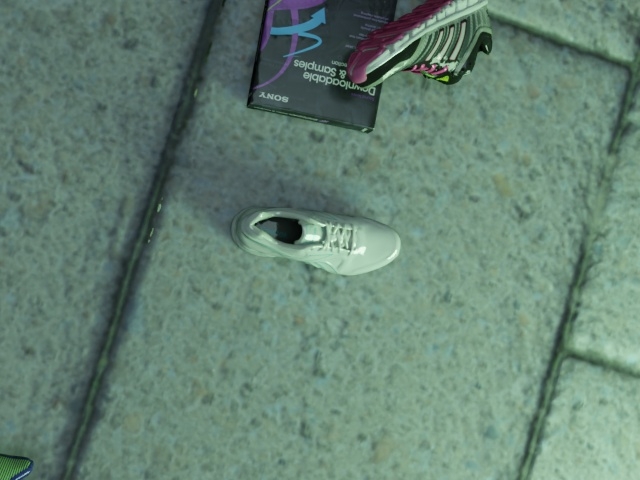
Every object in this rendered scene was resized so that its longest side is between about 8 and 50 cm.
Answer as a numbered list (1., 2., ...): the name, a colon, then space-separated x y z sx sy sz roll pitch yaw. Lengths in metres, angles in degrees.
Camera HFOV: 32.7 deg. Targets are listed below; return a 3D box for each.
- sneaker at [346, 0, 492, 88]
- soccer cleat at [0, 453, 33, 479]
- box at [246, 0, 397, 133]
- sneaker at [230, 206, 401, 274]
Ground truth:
1. sneaker: 0.096 -0.164 0.957 0.170 0.063 0.075 -36 114 -33
2. soccer cleat: -0.266 0.313 0.877 0.121 0.093 0.289 -5 90 -17
3. box: 0.005 -0.186 0.972 0.116 0.029 0.162 10 88 -10
4. sneaker: 0.000 0.000 0.951 0.152 0.061 0.054 6 86 -12
